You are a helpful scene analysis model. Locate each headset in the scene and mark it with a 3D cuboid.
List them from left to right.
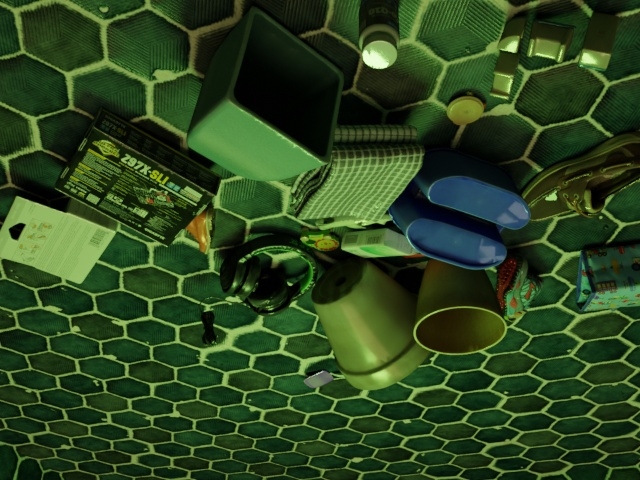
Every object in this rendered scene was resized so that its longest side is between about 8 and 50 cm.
[{"bbox_3d":[-0.186,0.142,2.046,0.394,0.185,0.243,-32,131,21],"label":"headset"}]

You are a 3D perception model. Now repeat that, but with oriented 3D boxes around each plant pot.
[{"bbox_3d":[-0.137,-0.261,1.490,0.248,0.247,0.252,30,143,-31],"label":"plant pot"},{"bbox_3d":[0.128,0.205,2.051,0.323,0.323,0.280,-22,118,28],"label":"plant pot"},{"bbox_3d":[0.364,0.137,1.951,0.237,0.254,0.237,2,142,2],"label":"plant pot"}]

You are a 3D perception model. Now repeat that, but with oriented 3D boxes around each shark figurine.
[{"bbox_3d":[0.096,-0.085,1.815,0.278,0.116,0.166,-3,176,19],"label":"shark figurine"}]

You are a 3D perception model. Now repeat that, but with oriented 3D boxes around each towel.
[{"bbox_3d":[0.073,-0.141,1.631,0.235,0.121,0.284,-7,155,-25],"label":"towel"}]

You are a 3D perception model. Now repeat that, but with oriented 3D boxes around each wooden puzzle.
[{"bbox_3d":[0.588,0.229,2.253,0.078,0.014,0.116,14,140,-14],"label":"wooden puzzle"}]

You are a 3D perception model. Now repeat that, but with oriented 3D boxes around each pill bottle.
[{"bbox_3d":[0.111,-0.393,1.378,0.078,0.137,0.078,1,142,1],"label":"pill bottle"}]

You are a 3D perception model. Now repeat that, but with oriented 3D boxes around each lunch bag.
[{"bbox_3d":[0.843,0.136,2.045,0.221,0.138,0.293,-8,150,9],"label":"lunch bag"}]

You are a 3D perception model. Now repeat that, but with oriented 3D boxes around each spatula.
[{"bbox_3d":[0.086,0.473,2.581,0.296,0.030,0.084,-16,139,22],"label":"spatula"}]

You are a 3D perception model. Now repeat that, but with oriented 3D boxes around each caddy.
[{"bbox_3d":[0.326,-0.081,1.743,0.341,0.179,0.241,17,118,-19],"label":"caddy"}]

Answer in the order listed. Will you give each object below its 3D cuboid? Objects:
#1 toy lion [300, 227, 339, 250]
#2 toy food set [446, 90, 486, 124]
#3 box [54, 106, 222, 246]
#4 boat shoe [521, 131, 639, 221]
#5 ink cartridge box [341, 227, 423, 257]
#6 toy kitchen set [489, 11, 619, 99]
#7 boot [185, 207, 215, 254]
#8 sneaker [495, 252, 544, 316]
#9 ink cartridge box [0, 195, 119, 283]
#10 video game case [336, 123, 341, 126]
[{"bbox_3d":[0.000,0.000,1.981,0.100,0.034,0.096,-3,149,7],"label":"toy lion"},{"bbox_3d":[0.318,-0.287,1.599,0.082,0.020,0.083,-23,135,29],"label":"toy food set"},{"bbox_3d":[-0.440,-0.141,1.759,0.322,0.079,0.257,29,133,-21],"label":"box"},{"bbox_3d":[0.617,-0.119,1.715,0.342,0.123,0.123,-30,132,35],"label":"boat shoe"},{"bbox_3d":[0.195,0.029,1.916,0.224,0.056,0.181,23,164,-31],"label":"ink cartridge box"},{"bbox_3d":[0.459,-0.361,1.450,0.207,0.122,0.166,16,145,15],"label":"toy kitchen set"},{"bbox_3d":[-0.324,-0.029,1.942,0.084,0.059,0.158,7,134,-1],"label":"boot"},{"bbox_3d":[0.565,0.109,2.056,0.125,0.104,0.262,-16,146,-4],"label":"sneaker"},{"bbox_3d":[-0.718,-0.015,1.968,0.261,0.066,0.296,23,137,-24],"label":"ink cartridge box"},{"bbox_3d":[0.005,-0.206,1.719,0.201,0.023,0.183,26,137,-26],"label":"video game case"}]
